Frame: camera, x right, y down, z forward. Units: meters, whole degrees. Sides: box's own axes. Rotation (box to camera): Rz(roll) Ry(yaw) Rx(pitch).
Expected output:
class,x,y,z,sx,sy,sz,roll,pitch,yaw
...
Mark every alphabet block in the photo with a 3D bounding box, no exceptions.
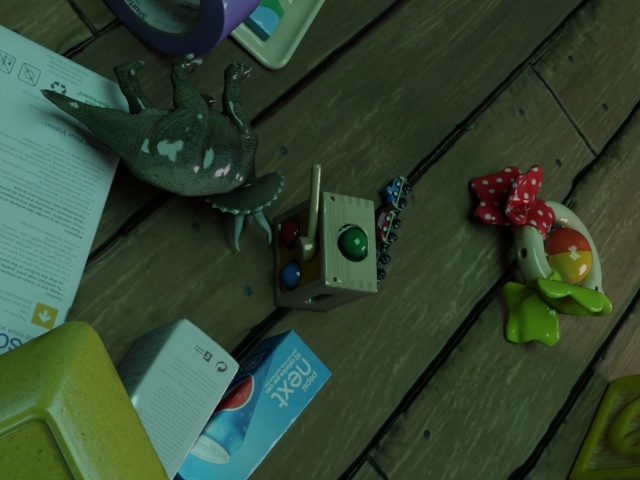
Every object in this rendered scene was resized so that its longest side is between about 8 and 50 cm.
class,x,y,z,sx,sy,sz,roll,pitch,yaw
alphabet block,0.489,0.302,1.366,0.197,0.193,0.192,45,54,-14

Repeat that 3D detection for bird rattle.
class,x,y,z,sx,sy,sz,roll,pitch,yaw
bird rattle,0.307,0.017,1.410,0.207,0.143,0.253,7,58,-44

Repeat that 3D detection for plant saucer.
class,x,y,z,sx,sy,sz,roll,pitch,yaw
plant saucer,-0.272,0.282,0.834,0.333,0.081,0.332,-26,91,-8

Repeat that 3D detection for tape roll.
class,x,y,z,sx,sy,sz,roll,pitch,yaw
tape roll,-0.160,-0.301,1.125,0.189,0.189,0.080,48,56,-12

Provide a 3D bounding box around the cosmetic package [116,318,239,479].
class,x,y,z,sx,sy,sz,roll,pitch,yaw
cosmetic package,-0.186,0.197,0.993,0.085,0.117,0.231,42,55,-15

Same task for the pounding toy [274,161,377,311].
class,x,y,z,sx,sy,sz,roll,pitch,yaw
pounding toy,0.000,0.000,1.165,0.100,0.141,0.130,9,70,-31

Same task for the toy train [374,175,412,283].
class,x,y,z,sx,sy,sz,roll,pitch,yaw
toy train,0.082,-0.017,1.299,0.036,0.027,0.158,26,62,-13

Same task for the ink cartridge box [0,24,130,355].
class,x,y,z,sx,sy,sz,roll,pitch,yaw
ink cartridge box,-0.370,-0.069,0.983,0.324,0.071,0.330,26,63,-27

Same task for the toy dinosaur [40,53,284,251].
class,x,y,z,sx,sy,sz,roll,pitch,yaw
toy dinosaur,-0.137,-0.105,1.065,0.313,0.121,0.160,17,56,-53

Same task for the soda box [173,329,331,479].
class,x,y,z,sx,sy,sz,roll,pitch,yaw
soda box,-0.083,0.193,1.093,0.071,0.067,0.210,50,54,-11

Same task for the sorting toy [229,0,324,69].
class,x,y,z,sx,sy,sz,roll,pitch,yaw
sorting toy,-0.088,-0.343,1.281,0.208,0.038,0.193,38,58,-18
